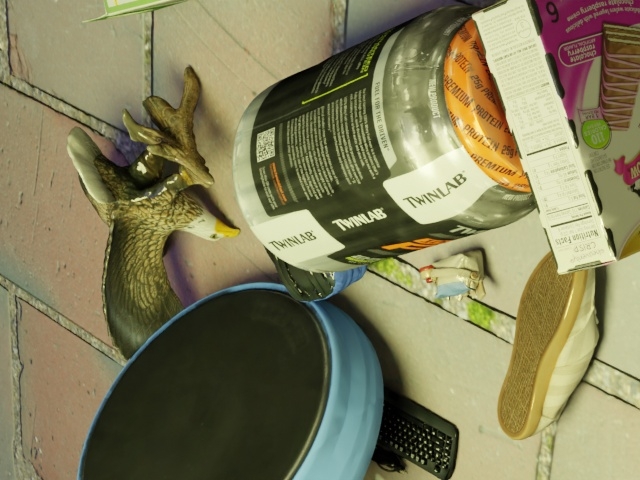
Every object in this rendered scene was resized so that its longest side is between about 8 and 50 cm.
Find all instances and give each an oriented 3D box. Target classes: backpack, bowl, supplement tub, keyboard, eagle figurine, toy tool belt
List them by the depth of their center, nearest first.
[{"bbox_3d":[0.085,-0.095,1.448,0.338,0.207,0.207,-17,92,52],"label":"supplement tub"},{"bbox_3d":[0.135,0.043,1.571,0.083,0.052,0.051,-23,79,51],"label":"toy tool belt"},{"bbox_3d":[0.000,0.000,1.669,0.098,0.101,0.120,-17,96,53],"label":"backpack"},{"bbox_3d":[-0.112,0.216,1.699,0.391,0.391,0.077,9,153,47],"label":"bowl"},{"bbox_3d":[0.071,0.217,1.728,0.192,0.038,0.100,26,124,42],"label":"keyboard"},{"bbox_3d":[-0.209,-0.019,1.841,0.225,0.226,0.298,39,129,5],"label":"eagle figurine"}]

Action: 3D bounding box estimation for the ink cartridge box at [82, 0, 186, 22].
[{"bbox_3d":[-0.178,-0.298,1.744,0.209,0.109,0.062,-4,102,50],"label":"ink cartridge box"}]

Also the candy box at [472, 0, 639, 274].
[{"bbox_3d":[0.238,-0.106,1.304,0.071,0.159,0.233,-16,94,52],"label":"candy box"}]

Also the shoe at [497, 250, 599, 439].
[{"bbox_3d":[0.227,0.096,1.490,0.076,0.058,0.219,-125,41,-49],"label":"shoe"}]
